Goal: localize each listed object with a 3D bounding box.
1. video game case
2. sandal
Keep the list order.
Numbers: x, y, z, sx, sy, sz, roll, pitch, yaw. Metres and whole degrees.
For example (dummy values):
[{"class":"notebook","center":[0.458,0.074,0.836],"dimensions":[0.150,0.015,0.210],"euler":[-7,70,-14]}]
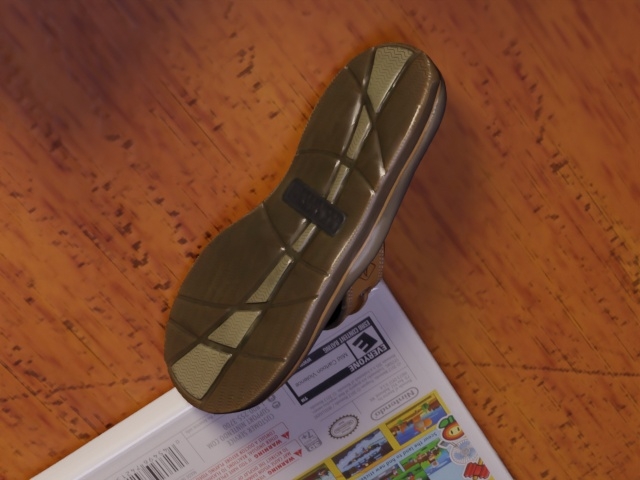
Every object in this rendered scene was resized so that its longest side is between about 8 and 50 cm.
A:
[{"class":"video game case","center":[-0.017,0.148,0.987],"dimensions":[0.227,0.026,0.206],"euler":[-33,121,2]},{"class":"sandal","center":[0.000,0.000,0.891],"dimensions":[0.060,0.090,0.219],"euler":[21,104,-48]}]
